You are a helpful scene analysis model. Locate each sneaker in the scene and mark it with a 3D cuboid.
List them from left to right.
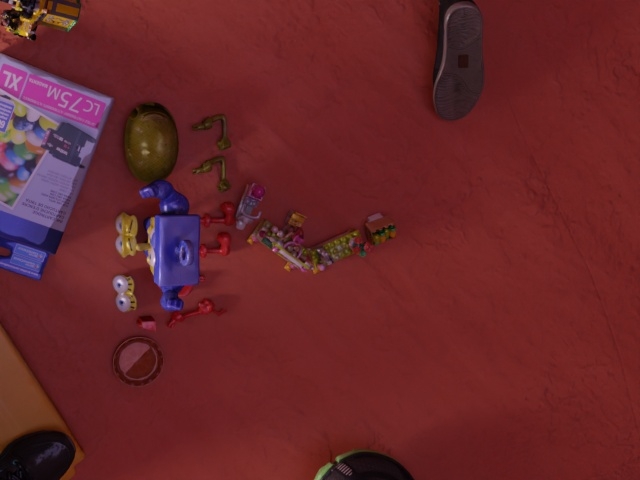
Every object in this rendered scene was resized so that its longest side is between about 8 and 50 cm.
[{"bbox_3d":[-0.485,0.386,1.718,0.267,0.106,0.101,-32,106,-13],"label":"sneaker"},{"bbox_3d":[0.160,0.551,1.950,0.185,0.202,0.483,-38,108,-10],"label":"sneaker"},{"bbox_3d":[0.231,-0.318,1.914,0.083,0.118,0.222,3,127,-3],"label":"sneaker"}]

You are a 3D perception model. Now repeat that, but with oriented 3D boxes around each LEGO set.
[{"bbox_3d":[-0.443,-0.452,1.570,0.192,0.255,0.331,6,109,-46],"label":"LEGO set"},{"bbox_3d":[0.000,0.000,1.865,0.287,0.107,0.132,13,94,-20],"label":"LEGO set"}]

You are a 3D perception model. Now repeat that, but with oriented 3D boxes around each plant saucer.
[{"bbox_3d":[-0.296,0.196,1.846,0.083,0.013,0.083,-3,98,-19],"label":"plant saucer"}]

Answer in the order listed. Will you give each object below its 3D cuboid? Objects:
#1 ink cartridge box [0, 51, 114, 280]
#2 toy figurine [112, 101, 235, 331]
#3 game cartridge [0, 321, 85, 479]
[{"bbox_3d":[-0.454,-0.106,1.725,0.186,0.065,0.311,21,93,-20],"label":"ink cartridge box"},{"bbox_3d":[-0.202,-0.022,1.737,0.191,0.217,0.362,1,98,-19],"label":"toy figurine"},{"bbox_3d":[-0.560,0.292,1.758,0.285,0.053,0.323,-31,109,-12],"label":"game cartridge"}]
